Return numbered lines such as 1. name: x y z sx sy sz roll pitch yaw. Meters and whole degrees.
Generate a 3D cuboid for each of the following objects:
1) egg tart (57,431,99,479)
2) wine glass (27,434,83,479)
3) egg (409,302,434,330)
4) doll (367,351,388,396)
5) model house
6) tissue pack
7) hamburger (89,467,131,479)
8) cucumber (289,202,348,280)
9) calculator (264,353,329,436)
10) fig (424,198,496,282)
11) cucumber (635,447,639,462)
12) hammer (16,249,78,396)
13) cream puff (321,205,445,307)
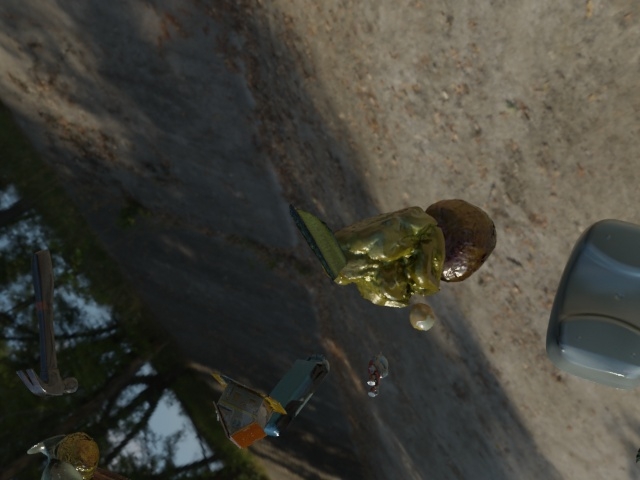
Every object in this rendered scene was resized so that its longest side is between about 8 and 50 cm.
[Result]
1. egg tart: -0.590 0.529 1.707 0.130 0.052 0.130 48 -151 -38
2. wine glass: -0.575 0.543 1.537 0.093 0.093 0.202 91 154 -69
3. egg: 0.283 0.212 1.942 0.071 0.071 0.083 46 176 48
4. doll: 0.107 0.239 1.287 0.057 0.039 0.114 52 -151 -13
5. model house: -0.207 0.451 1.763 0.207 0.136 0.219 20 155 15
6. tissue pack: 0.617 0.139 1.466 0.229 0.333 0.236 17 168 20
7. hamburger: -0.620 0.736 1.974 0.262 0.138 0.243 24 162 -7
8. cucumber: 0.000 0.000 1.627 0.220 0.070 0.046 59 145 20
9. calculator: -0.086 0.438 1.964 0.051 0.293 0.173 47 158 -17
10. fig: 0.509 0.003 2.377 0.286 0.369 0.286 -6 82 48
11. cucumber: 0.773 0.476 1.603 0.037 0.155 0.037 22 119 46
12. hammer: -0.544 0.161 1.362 0.137 0.037 0.290 20 -120 -73
13. cream puff: 0.177 0.059 1.878 0.257 0.324 0.291 68 158 -2
